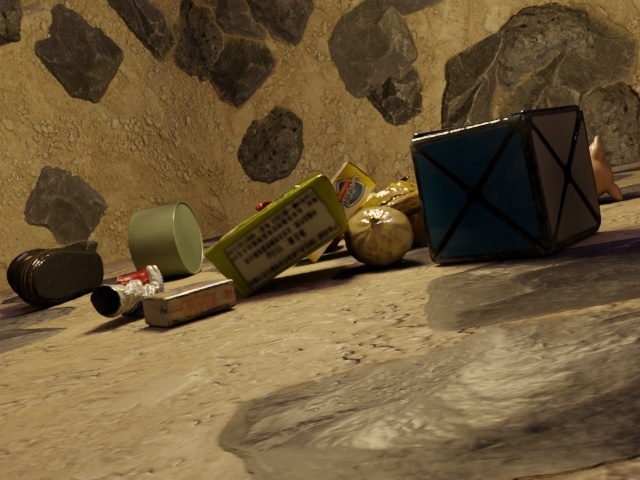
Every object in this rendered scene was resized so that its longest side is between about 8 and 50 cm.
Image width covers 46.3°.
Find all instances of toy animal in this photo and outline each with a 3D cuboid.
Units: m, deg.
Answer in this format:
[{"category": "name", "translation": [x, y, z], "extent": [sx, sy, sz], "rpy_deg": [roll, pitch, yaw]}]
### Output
[{"category": "toy animal", "translation": [0.678, -0.164, 1.999], "extent": [0.154, 0.166, 0.250], "rpy_deg": [-43, 11, -15]}]

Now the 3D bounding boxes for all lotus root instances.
[{"category": "lotus root", "translation": [0.277, -0.035, 1.811], "extent": [0.122, 0.081, 0.112], "rpy_deg": [-11, 3, 17]}]

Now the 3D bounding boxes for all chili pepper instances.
[{"category": "chili pepper", "translation": [-0.489, 0.111, 2.027], "extent": [0.123, 0.070, 0.073], "rpy_deg": [-16, -38, -9]}]

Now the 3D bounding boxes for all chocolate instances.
[{"category": "chocolate", "translation": [-0.085, -0.016, 1.634], "extent": [0.300, 0.137, 0.289], "rpy_deg": [-35, 4, 1]}]

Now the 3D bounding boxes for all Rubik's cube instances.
[{"category": "Rubik's cube", "translation": [0.355, -0.108, 1.421], "extent": [0.259, 0.260, 0.254], "rpy_deg": [-4, 9, 41]}]

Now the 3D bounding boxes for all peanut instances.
[{"category": "peanut", "translation": [0.116, -0.008, 1.589], "extent": [0.129, 0.129, 0.224], "rpy_deg": [-13, -1, -15]}]

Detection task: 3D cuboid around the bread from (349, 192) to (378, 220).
[{"category": "bread", "translation": [0.150, -0.086, 2.389], "extent": [0.311, 0.121, 0.172], "rpy_deg": [0, -5, 40]}]

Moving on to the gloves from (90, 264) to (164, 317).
[{"category": "gloves", "translation": [-0.396, 0.113, 1.584], "extent": [0.119, 0.097, 0.229], "rpy_deg": [-5, 11, 20]}]

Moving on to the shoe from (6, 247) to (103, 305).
[{"category": "shoe", "translation": [-0.846, 0.107, 2.274], "extent": [0.237, 0.171, 0.384], "rpy_deg": [-4, 5, 12]}]

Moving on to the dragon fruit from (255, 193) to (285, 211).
[{"category": "dragon fruit", "translation": [-0.116, -0.060, 2.395], "extent": [0.218, 0.198, 0.272], "rpy_deg": [26, 9, 26]}]

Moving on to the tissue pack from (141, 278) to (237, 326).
[{"category": "tissue pack", "translation": [-0.246, 0.114, 1.403], "extent": [0.148, 0.060, 0.108], "rpy_deg": [-16, 7, -36]}]

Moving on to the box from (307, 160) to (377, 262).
[{"category": "box", "translation": [0.027, -0.078, 1.970], "extent": [0.265, 0.097, 0.168], "rpy_deg": [-52, 4, 1]}]

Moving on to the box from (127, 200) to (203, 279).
[{"category": "box", "translation": [-0.466, 0.004, 2.272], "extent": [0.149, 0.226, 0.226], "rpy_deg": [-10, 5, 11]}]

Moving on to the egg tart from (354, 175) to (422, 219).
[{"category": "egg tart", "translation": [0.181, -0.080, 1.912], "extent": [0.290, 0.107, 0.291], "rpy_deg": [-27, -11, -6]}]

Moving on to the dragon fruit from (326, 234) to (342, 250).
[{"category": "dragon fruit", "translation": [-0.001, 0.002, 2.165], "extent": [0.127, 0.121, 0.161], "rpy_deg": [32, 10, -31]}]
